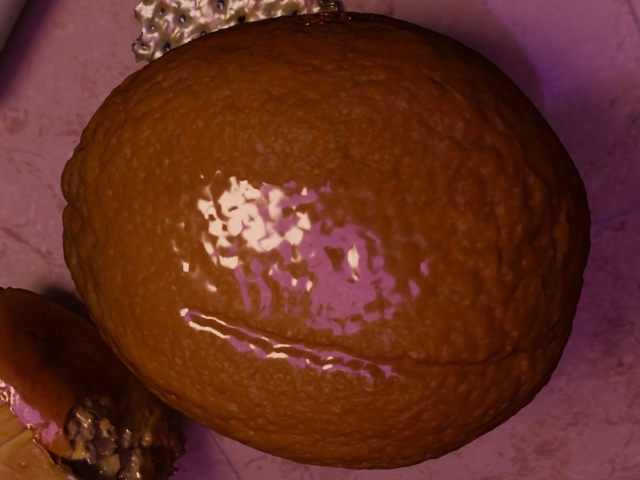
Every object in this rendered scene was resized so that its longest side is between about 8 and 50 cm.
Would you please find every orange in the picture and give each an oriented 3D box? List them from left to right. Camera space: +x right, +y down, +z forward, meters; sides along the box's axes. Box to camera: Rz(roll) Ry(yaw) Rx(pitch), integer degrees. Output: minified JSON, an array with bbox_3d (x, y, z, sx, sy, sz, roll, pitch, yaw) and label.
[{"bbox_3d":[0.000,0.000,0.612,0.357,0.322,0.322,8,113,0],"label":"orange"}]

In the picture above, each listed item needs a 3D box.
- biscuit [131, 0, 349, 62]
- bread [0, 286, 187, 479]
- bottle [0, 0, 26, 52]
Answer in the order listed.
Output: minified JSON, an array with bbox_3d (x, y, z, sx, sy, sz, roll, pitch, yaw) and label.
[{"bbox_3d":[-0.075,-0.176,0.712,0.203,0.016,0.144,32,113,-6],"label":"biscuit"},{"bbox_3d":[-0.243,0.161,0.794,0.133,0.179,0.250,-37,102,16],"label":"bread"},{"bbox_3d":[-0.308,-0.186,0.699,0.104,0.104,0.245,34,113,-6],"label":"bottle"}]
